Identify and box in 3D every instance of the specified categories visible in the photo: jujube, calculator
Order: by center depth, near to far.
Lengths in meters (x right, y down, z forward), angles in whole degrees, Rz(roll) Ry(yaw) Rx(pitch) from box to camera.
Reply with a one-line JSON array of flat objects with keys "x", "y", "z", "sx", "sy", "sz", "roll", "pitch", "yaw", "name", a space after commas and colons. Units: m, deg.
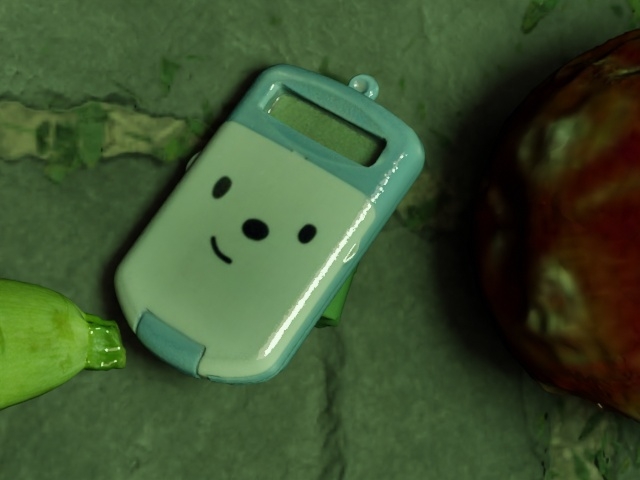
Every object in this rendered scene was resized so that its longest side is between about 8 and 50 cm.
[{"x": -0.029, "y": -0.014, "z": 0.924, "sx": 0.121, "sy": 0.039, "sz": 0.210, "roll": 31, "pitch": 78, "yaw": 21, "name": "calculator"}, {"x": 0.286, "y": -0.001, "z": 0.956, "sx": 0.377, "sy": 0.276, "sz": 0.276, "roll": -6, "pitch": 93, "yaw": -21, "name": "jujube"}]

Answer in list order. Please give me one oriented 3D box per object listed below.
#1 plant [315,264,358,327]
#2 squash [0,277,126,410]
[{"x": 0.000, "y": 0.000, "z": 0.961, "sx": 0.051, "sy": 0.051, "sz": 0.102, "roll": 19, "pitch": 71, "yaw": -20, "name": "plant"}, {"x": -0.279, "y": 0.065, "z": 0.821, "sx": 0.371, "sy": 0.118, "sz": 0.118, "roll": -8, "pitch": 93, "yaw": -21, "name": "squash"}]
